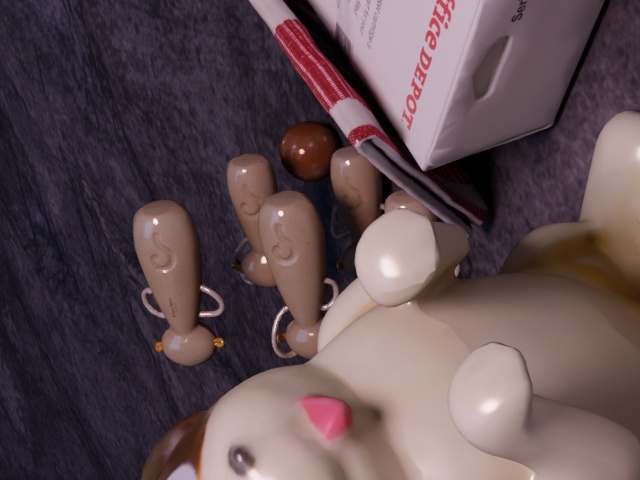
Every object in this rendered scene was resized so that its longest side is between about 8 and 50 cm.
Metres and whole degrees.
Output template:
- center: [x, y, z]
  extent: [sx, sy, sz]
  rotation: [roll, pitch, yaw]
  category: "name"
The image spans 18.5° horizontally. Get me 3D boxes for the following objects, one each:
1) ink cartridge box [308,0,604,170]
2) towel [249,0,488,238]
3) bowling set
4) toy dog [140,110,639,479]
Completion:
- center: [0.070, -0.227, 1.382]
  extent: [0.289, 0.121, 0.211]
  rotation: [58, 153, 27]
  category: "ink cartridge box"
- center: [0.001, -0.159, 1.519]
  extent: [0.329, 0.037, 0.237]
  rotation: [56, -168, 29]
  category: "towel"
- center: [0.000, 0.000, 1.692]
  extent: [0.287, 0.200, 0.154]
  rotation: [0, 119, 20]
  category: "bowling set"
- center: [0.080, 0.140, 1.281]
  extent: [0.285, 0.407, 0.395]
  rotation: [59, 153, 26]
  category: "toy dog"
